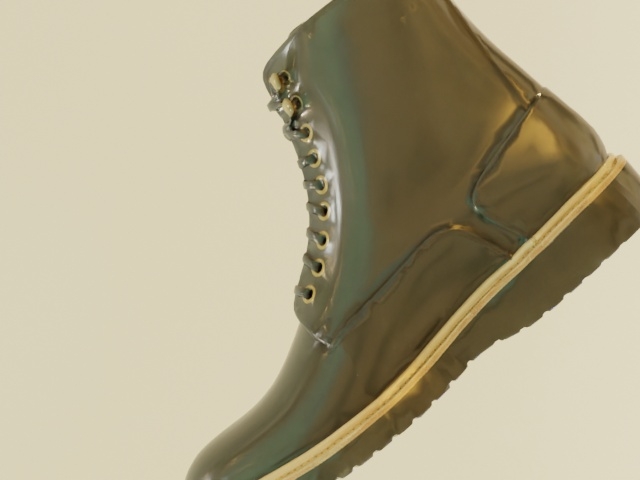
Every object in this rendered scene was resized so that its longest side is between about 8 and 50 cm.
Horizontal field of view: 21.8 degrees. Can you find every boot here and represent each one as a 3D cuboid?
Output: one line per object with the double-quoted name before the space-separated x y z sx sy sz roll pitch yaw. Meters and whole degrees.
"boot" 0.000 0.000 0.587 0.198 0.077 0.137 -41 -90 -6
